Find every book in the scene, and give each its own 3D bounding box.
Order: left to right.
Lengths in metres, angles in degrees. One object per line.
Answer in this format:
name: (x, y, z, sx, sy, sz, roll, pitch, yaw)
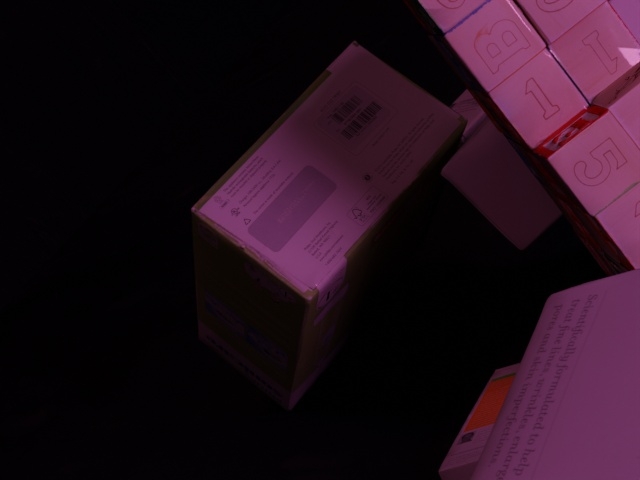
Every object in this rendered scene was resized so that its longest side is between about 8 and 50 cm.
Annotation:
book: (0.141, 0.110, 0.725, 0.096, 0.035, 0.144, -25, 5, 29)

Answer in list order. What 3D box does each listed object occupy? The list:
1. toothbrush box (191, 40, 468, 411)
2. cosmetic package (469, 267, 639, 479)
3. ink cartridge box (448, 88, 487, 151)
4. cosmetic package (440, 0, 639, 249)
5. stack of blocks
toothbrush box: (0.000, 0.000, 0.989, 0.206, 0.122, 0.283, -48, -15, -21)
cosmetic package: (0.178, 0.115, 0.456, 0.151, 0.184, 0.151, -23, 24, 43)
ink cartridge box: (0.185, -0.135, 1.246, 0.135, 0.056, 0.099, -45, 18, -17)
cosmetic package: (0.276, -0.182, 0.895, 0.377, 0.097, 0.284, -46, -3, 24)
stack of blocks: (0.168, -0.068, 0.692, 0.087, 0.297, 0.171, -38, 8, 6)
